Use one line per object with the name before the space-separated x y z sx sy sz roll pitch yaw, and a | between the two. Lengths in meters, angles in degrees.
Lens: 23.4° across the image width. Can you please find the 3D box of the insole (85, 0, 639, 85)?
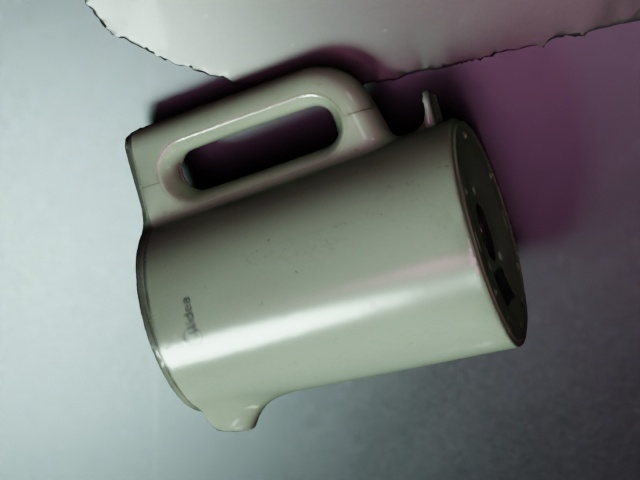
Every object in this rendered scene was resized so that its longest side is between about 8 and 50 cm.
insole | 0.049 -0.121 0.635 0.309 0.012 0.110 -7 115 10

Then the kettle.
kettle | 0.000 0.005 0.652 0.148 0.098 0.127 -15 123 16
